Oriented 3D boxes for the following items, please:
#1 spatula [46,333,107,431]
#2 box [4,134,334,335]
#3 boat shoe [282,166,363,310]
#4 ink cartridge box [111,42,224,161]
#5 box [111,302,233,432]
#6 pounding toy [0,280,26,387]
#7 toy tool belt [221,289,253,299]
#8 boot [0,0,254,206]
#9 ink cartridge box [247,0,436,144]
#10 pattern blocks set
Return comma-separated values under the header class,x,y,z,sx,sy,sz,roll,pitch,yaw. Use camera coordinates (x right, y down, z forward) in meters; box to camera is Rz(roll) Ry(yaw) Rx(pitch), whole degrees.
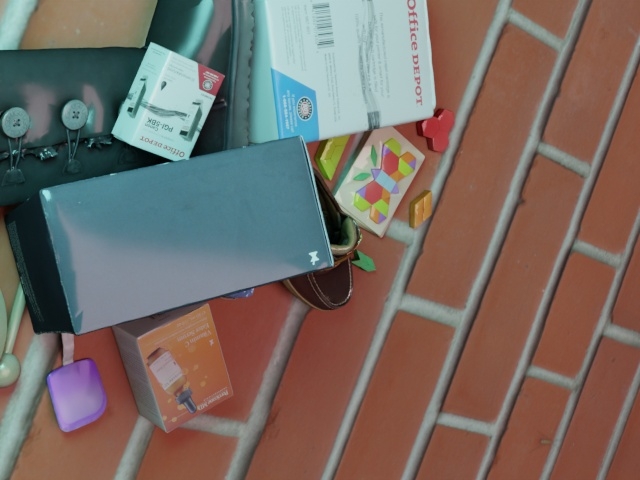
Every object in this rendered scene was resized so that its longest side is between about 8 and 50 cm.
class,x,y,z,sx,sy,sz,roll,pitch,yaw
spatula,-0.373,0.133,1.590,0.084,0.030,0.296,-20,113,-34
box,-0.209,-0.002,1.435,0.343,0.312,0.179,-15,93,-24
boat shoe,0.000,0.000,1.732,0.123,0.123,0.342,-45,137,-27
ink cartridge box,-0.203,-0.181,1.452,0.099,0.056,0.135,18,98,-44
box,-0.227,0.184,1.678,0.130,0.091,0.170,-28,117,-29
pounding toy,-0.504,0.118,1.457,0.237,0.110,0.183,10,84,-68
toy tool belt,-0.128,0.073,1.750,0.083,0.051,0.052,2,101,-38
boot,-0.314,-0.250,1.474,0.445,0.146,0.367,-11,107,-31
ink cartridge box,0.018,-0.281,1.708,0.307,0.129,0.223,-15,104,-34
pattern blocks set,0.104,-0.108,1.897,0.285,0.026,0.325,17,92,-39
